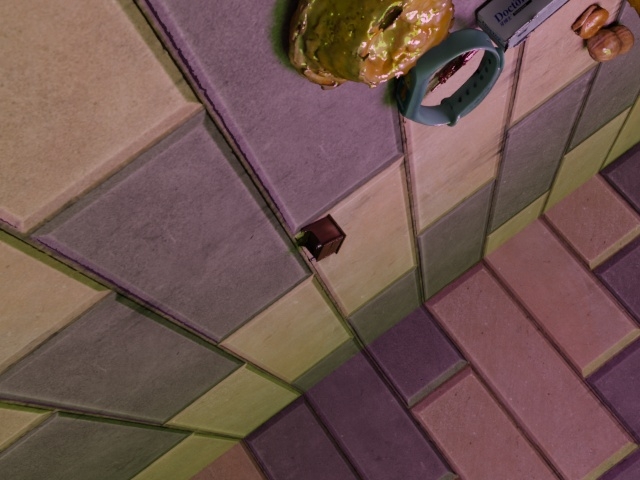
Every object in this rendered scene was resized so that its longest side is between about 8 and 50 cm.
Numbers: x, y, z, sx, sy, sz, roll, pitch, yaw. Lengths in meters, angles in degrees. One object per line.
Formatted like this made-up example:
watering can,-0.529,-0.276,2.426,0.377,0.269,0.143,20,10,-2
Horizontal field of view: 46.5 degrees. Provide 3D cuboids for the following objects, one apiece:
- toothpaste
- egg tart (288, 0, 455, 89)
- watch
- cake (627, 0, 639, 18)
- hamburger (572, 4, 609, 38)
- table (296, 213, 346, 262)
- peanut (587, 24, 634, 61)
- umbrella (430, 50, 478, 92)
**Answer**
toothpaste,0.441,-0.488,1.400,0.313,0.089,0.071,-40,168,4
egg tart,0.096,-0.329,1.109,0.315,0.120,0.315,-32,160,-13
watch,0.245,-0.307,1.439,0.195,0.068,0.237,-13,153,-14
cake,0.807,-0.609,1.666,0.260,0.156,0.179,-31,177,-2
hamburger,0.637,-0.513,1.750,0.076,0.044,0.083,-13,147,-52
table,0.000,0.000,1.766,0.082,0.070,0.083,-27,159,-29
peanut,0.742,-0.503,1.903,0.192,0.089,0.089,-21,155,-37
umbrella,0.283,-0.362,1.505,0.165,0.025,0.027,-43,141,7
